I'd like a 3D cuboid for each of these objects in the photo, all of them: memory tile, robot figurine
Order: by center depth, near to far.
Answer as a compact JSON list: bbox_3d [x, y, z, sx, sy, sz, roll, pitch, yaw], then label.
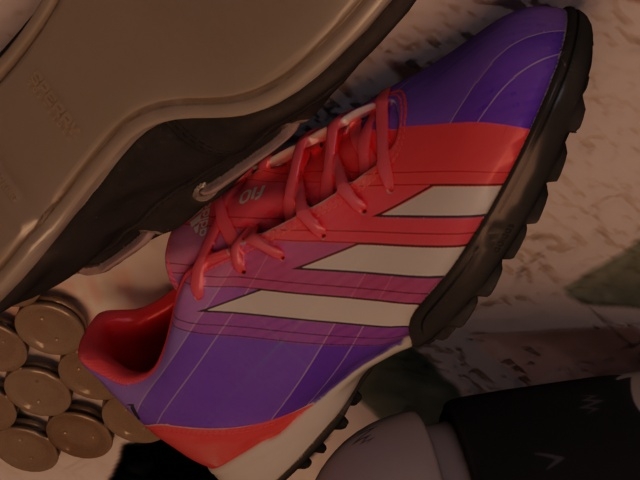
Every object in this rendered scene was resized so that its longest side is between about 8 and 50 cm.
[{"bbox_3d":[0.127,0.150,0.862,0.278,0.173,0.209,-8,143,-4],"label":"robot figurine"},{"bbox_3d":[-0.156,0.063,0.988,0.113,0.012,0.148,-19,126,28],"label":"memory tile"}]

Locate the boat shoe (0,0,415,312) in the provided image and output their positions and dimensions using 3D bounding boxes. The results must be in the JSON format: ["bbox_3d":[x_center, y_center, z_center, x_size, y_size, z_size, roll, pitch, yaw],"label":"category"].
[{"bbox_3d":[-0.062,-0.074,0.795,0.335,0.095,0.112,-36,81,33],"label":"boat shoe"}]

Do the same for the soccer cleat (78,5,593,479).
[{"bbox_3d":[0.000,0.000,0.829,0.116,0.108,0.318,31,135,-10],"label":"soccer cleat"}]
